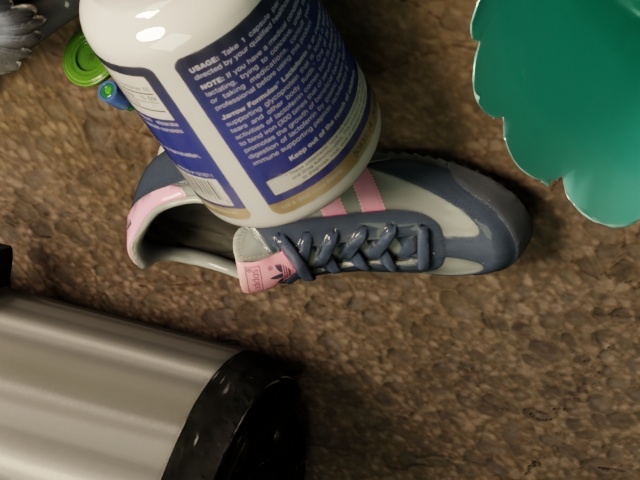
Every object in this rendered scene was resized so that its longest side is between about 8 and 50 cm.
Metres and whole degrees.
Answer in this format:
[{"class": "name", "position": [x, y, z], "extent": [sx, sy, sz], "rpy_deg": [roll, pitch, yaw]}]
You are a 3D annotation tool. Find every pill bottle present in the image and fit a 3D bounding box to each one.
[{"class": "pill bottle", "position": [-0.073, -0.144, 1.310], "extent": [0.153, 0.153, 0.265], "rpy_deg": [-3, 140, 29]}]

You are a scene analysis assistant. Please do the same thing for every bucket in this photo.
[{"class": "bucket", "position": [0.239, -0.152, 1.153], "extent": [0.281, 0.183, 0.281], "rpy_deg": [14, 136, 14]}]

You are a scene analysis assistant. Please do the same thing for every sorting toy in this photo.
[{"class": "sorting toy", "position": [-0.151, -0.132, 1.473], "extent": [0.102, 0.061, 0.042], "rpy_deg": [10, 171, 27]}]

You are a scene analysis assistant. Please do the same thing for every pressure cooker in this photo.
[{"class": "pressure cooker", "position": [-0.257, 0.235, 1.655], "extent": [0.420, 0.370, 0.375], "rpy_deg": [14, 154, 15]}]

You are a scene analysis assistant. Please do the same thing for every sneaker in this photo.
[{"class": "sneaker", "position": [0.000, 0.000, 1.462], "extent": [0.319, 0.131, 0.112], "rpy_deg": [7, 135, 20]}]

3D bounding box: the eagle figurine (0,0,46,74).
[{"class": "eagle figurine", "position": [-0.377, -0.180, 1.380], "extent": [0.225, 0.298, 0.226], "rpy_deg": [55, 173, 30]}]

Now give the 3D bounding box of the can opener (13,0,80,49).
[{"class": "can opener", "position": [-0.286, -0.148, 1.494], "extent": [0.280, 0.093, 0.074], "rpy_deg": [-28, 115, 37]}]
